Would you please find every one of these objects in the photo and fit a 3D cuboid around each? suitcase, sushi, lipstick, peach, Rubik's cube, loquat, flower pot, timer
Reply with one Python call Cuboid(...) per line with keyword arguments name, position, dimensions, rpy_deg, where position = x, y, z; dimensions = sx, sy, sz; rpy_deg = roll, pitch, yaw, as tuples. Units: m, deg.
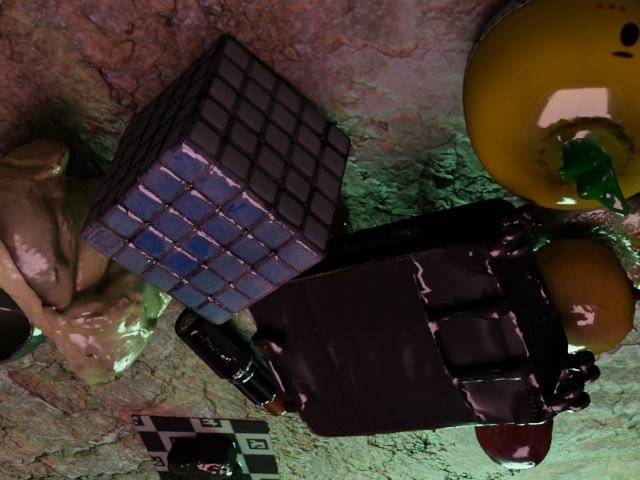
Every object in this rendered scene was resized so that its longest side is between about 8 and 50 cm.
Cuboid(name="suitcase", position=(0.118, 0.106, 1.093), dimensions=(0.433, 0.194, 0.283), rpy_deg=(-15, 107, 34))
Cuboid(name="sushi", position=(-0.244, 0.533, 1.803), dimensions=(0.296, 0.100, 0.373), rpy_deg=(1, 135, 7))
Cuboid(name="lipstick", position=(-0.149, 0.225, 1.488), dimensions=(0.081, 0.081, 0.300), rpy_deg=(-20, 128, 26))
Cuboid(name="peach", position=(0.362, 0.343, 1.490), dimensions=(0.152, 0.152, 0.152), rpy_deg=(4, 136, 4))
Cuboid(name="Rubik's cube", position=(-0.131, -0.073, 1.069), dimensions=(0.237, 0.238, 0.237), rpy_deg=(37, 130, -23))
Cuboid(name="loquat", position=(0.346, 0.077, 1.148), dimensions=(0.204, 0.149, 0.172), rpy_deg=(7, 142, 25))
Cuboid(name="flower pot", position=(-0.547, 0.112, 1.377), dimensions=(0.243, 0.157, 0.189), rpy_deg=(-19, 129, 26))
Cuboid(name="timer", position=(0.291, -0.131, 0.925), dimensions=(0.285, 0.285, 0.285), rpy_deg=(4, 136, 4))

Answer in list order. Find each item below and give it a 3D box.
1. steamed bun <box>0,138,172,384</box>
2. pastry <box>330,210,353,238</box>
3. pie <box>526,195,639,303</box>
Cuboid(name="steamed bun", position=(-0.343, 0.024, 1.173), dimensions=(0.230, 0.325, 0.372), rpy_deg=(-37, 116, -16))
Cuboid(name="pastry", position=(0.000, 0.000, 1.253), dimensions=(0.097, 0.057, 0.109), rpy_deg=(11, 137, -5))
Cuboid(name="pie", position=(0.411, 0.022, 1.220), dimensions=(0.240, 0.054, 0.241), rpy_deg=(6, 135, 6))
